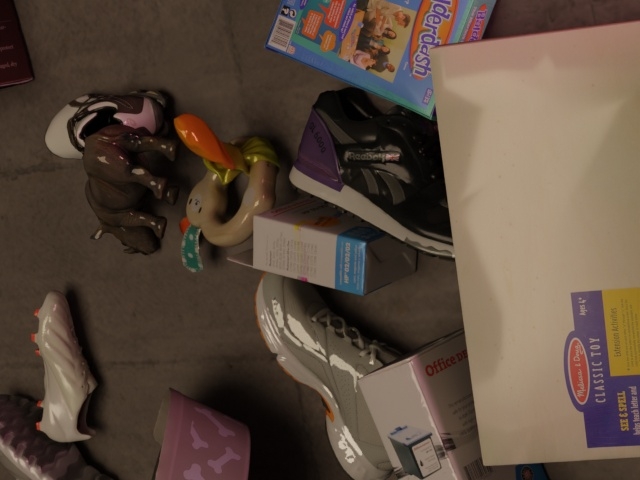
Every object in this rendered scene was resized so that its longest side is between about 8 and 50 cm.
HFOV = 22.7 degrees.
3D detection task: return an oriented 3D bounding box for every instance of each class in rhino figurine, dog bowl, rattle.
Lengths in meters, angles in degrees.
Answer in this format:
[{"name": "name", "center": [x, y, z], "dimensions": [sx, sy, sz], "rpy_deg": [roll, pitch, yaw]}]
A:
[{"name": "rhino figurine", "center": [-0.220, -0.050, 1.820], "dimensions": [0.106, 0.073, 0.243], "rpy_deg": [19, 150, 4]}, {"name": "dog bowl", "center": [-0.161, 0.345, 1.782], "dimensions": [0.102, 0.349, 0.349], "rpy_deg": [13, 116, -8]}, {"name": "rattle", "center": [-0.146, -0.047, 1.753], "dimensions": [0.199, 0.142, 0.130], "rpy_deg": [-26, 70, 45]}]

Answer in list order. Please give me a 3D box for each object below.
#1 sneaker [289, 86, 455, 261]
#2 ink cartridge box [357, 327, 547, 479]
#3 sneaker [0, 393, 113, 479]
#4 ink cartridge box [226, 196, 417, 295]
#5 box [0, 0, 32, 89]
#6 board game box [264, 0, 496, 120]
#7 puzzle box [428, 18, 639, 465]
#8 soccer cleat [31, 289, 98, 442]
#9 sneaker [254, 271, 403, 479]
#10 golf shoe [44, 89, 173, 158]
[{"name": "sneaker", "center": [0.094, -0.071, 1.605], "dimensions": [0.283, 0.107, 0.124], "rpy_deg": [25, 110, 29]}, {"name": "ink cartridge box", "center": [0.138, 0.198, 1.623], "dimensions": [0.082, 0.139, 0.191], "rpy_deg": [-26, 87, 40]}, {"name": "sneaker", "center": [-0.351, 0.314, 2.034], "dimensions": [0.281, 0.105, 0.115], "rpy_deg": [43, 124, 18]}, {"name": "ink cartridge box", "center": [0.000, 0.000, 1.688], "dimensions": [0.181, 0.104, 0.062], "rpy_deg": [13, 110, 33]}, {"name": "box", "center": [-0.484, -0.260, 1.928], "dimensions": [0.168, 0.167, 0.203], "rpy_deg": [-13, 95, 38]}, {"name": "board game box", "center": [0.062, -0.229, 1.592], "dimensions": [0.210, 0.047, 0.160], "rpy_deg": [27, 102, 28]}, {"name": "puzzle box", "center": [0.259, 0.004, 1.478], "dimensions": [0.272, 0.052, 0.409], "rpy_deg": [-5, 100, 15]}, {"name": "soccer cleat", "center": [-0.315, 0.158, 1.996], "dimensions": [0.076, 0.068, 0.196], "rpy_deg": [4, 104, 14]}, {"name": "sneaker", "center": [0.036, 0.126, 1.711], "dimensions": [0.121, 0.099, 0.262], "rpy_deg": [-32, 91, 36]}, {"name": "golf shoe", "center": [-0.268, -0.134, 1.855], "dimensions": [0.198, 0.094, 0.077], "rpy_deg": [-13, 96, 39]}]
